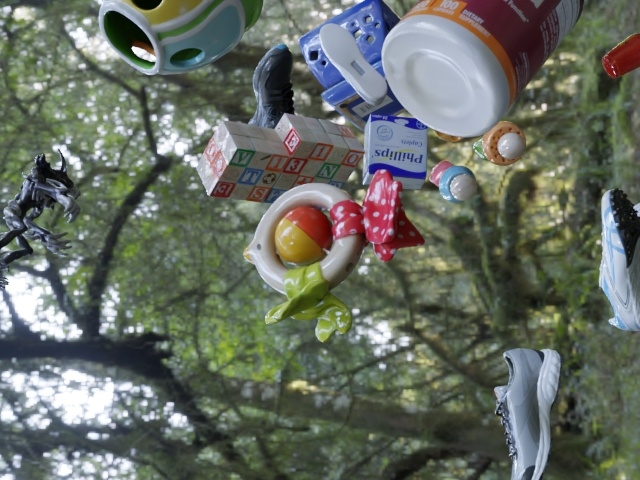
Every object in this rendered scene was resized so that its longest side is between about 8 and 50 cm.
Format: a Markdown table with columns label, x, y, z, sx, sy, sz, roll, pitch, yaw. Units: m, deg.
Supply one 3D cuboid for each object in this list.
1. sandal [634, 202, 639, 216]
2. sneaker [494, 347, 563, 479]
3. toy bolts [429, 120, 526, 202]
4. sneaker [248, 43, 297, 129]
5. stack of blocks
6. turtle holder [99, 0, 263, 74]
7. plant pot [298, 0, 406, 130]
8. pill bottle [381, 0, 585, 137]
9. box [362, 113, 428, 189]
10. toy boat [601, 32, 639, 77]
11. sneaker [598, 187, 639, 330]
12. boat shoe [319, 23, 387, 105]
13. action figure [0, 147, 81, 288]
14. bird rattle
| label | x | y | z | sx | sy | sz | roll | pitch | yaw |
| --- | --- | --- | --- | --- | --- | --- | --- | --- | --- |
| sandal | 0.791 | -0.040 | 1.772 | 0.076 | 0.265 | 0.102 | 40 | -108 | -29 |
| sneaker | 0.349 | 0.317 | 1.434 | 0.100 | 0.107 | 0.272 | 87 | -166 | -69 |
| toy bolts | 0.337 | -0.199 | 1.885 | 0.229 | 0.218 | 0.158 | -57 | 11 | 8 |
| sneaker | -0.107 | -0.363 | 2.218 | 0.125 | 0.139 | 0.341 | -32 | -33 | -40 |
| stack of blocks | -0.078 | -0.164 | 1.669 | 0.297 | 0.171 | 0.087 | 4 | -137 | -38 |
| turtle holder | -0.205 | -0.381 | 1.235 | 0.243 | 0.320 | 0.227 | 47 | -115 | -22 |
| plant pot | 0.116 | -0.416 | 2.022 | 0.236 | 0.235 | 0.212 | 28 | -137 | -55 |
| pill bottle | 0.294 | -0.375 | 1.354 | 0.392 | 0.224 | 0.224 | -50 | -43 | -25 |
| box | 0.156 | -0.184 | 1.716 | 0.072 | 0.126 | 0.137 | 116 | 158 | -72 |
| toy boat | 0.584 | -0.294 | 1.316 | 0.268 | 0.148 | 0.318 | 58 | -176 | -24 |
| sneaker | 0.490 | 0.034 | 1.357 | 0.085 | 0.086 | 0.237 | -13 | -87 | -42 |
| boat shoe | 0.063 | -0.336 | 1.584 | 0.066 | 0.184 | 0.063 | -42 | -9 | -12 |
| action figure | -0.502 | -0.039 | 1.478 | 0.276 | 0.140 | 0.164 | -62 | -3 | -35 |
| bird rattle | 0.000 | 0.000 | 1.102 | 0.254 | 0.207 | 0.143 | -58 | -33 | 4 |
